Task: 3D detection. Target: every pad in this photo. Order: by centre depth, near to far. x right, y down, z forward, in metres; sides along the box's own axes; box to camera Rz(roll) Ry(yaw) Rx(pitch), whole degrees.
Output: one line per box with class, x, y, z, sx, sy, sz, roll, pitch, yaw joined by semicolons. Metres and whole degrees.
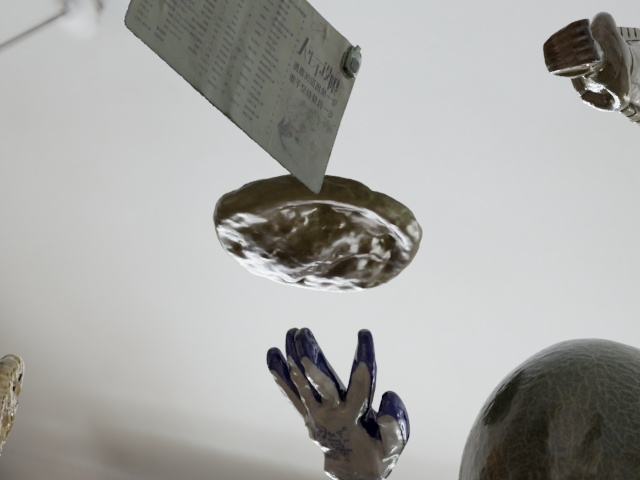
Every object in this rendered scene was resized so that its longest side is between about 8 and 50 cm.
pad;-0.057;-0.172;1.424;0.009;0.159;0.265;-7;-35;40

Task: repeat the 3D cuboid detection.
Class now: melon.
melon;0.246;0.222;1.524;0.237;0.301;0.237;7;-52;9

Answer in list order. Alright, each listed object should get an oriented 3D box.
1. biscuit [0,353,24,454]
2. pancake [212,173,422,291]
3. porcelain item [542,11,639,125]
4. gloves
biscuit;-0.257;0.172;1.244;0.029;0.247;0.118;12;-69;-5
pancake;0.000;0.000;1.830;0.242;0.050;0.242;3;-27;2
porcelain item;0.221;-0.132;1.274;0.054;0.213;0.084;-21;-101;26
gloves;0.012;0.071;0.740;0.064;0.026;0.086;-8;-61;40
